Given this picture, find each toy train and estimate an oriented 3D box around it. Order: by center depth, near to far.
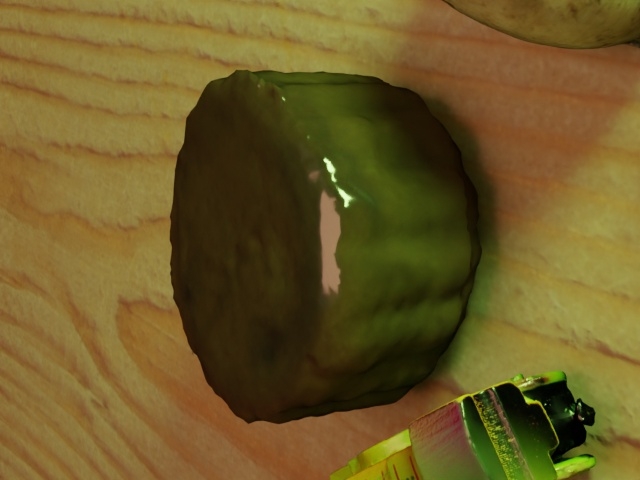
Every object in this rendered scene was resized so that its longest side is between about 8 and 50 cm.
[{"bbox_3d":[0.099,0.196,1.129,0.296,0.160,0.100,-39,69,49],"label":"toy train"}]

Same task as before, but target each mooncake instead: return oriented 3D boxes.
[{"bbox_3d":[0.000,0.002,1.227,0.324,0.187,0.324,10,101,56],"label":"mooncake"}]

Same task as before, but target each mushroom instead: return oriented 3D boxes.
[{"bbox_3d":[0.149,-0.256,0.993,0.253,0.189,0.195,44,129,33],"label":"mushroom"}]
